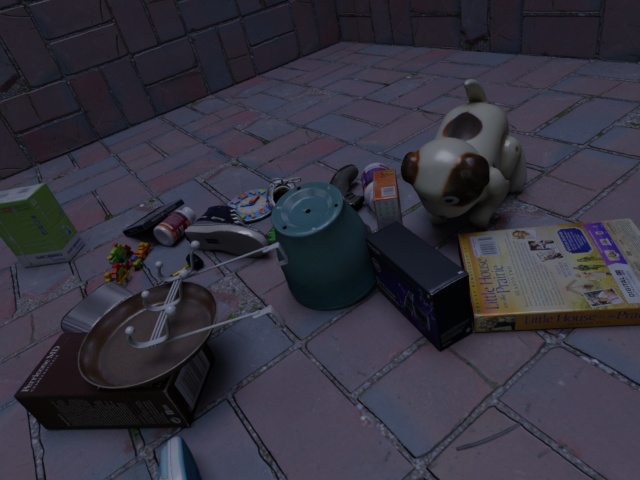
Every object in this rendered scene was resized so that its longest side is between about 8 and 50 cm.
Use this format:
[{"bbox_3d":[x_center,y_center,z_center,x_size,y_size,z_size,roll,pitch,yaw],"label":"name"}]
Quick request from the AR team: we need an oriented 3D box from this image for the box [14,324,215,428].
[{"bbox_3d":[-0.465,0.316,1.031,0.382,0.143,0.191,-8,35,13],"label":"box"}]

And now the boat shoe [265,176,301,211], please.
[{"bbox_3d":[-0.123,-0.151,1.507,0.136,0.156,0.367,-9,35,-5],"label":"boat shoe"}]

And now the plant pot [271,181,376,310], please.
[{"bbox_3d":[0.000,0.000,1.144,0.272,0.255,0.271,-11,48,12],"label":"plant pot"}]

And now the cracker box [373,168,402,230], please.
[{"bbox_3d":[0.191,-0.058,1.217,0.067,0.232,0.155,-6,36,11],"label":"cracker box"}]

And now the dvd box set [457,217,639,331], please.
[{"bbox_3d":[0.558,0.075,1.044,0.421,0.062,0.307,-6,36,12],"label":"dvd box set"}]

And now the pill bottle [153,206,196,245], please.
[{"bbox_3d":[-0.526,-0.056,1.613,0.086,0.086,0.152,7,41,29],"label":"pill bottle"}]

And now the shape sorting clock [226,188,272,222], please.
[{"bbox_3d":[-0.256,-0.136,1.661,0.206,0.040,0.206,-10,35,7],"label":"shape sorting clock"}]

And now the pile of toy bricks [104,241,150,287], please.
[{"bbox_3d":[-0.675,0.056,1.496,0.118,0.105,0.212,-5,36,15],"label":"pile of toy bricks"}]

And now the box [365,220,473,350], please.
[{"bbox_3d":[0.225,0.098,1.032,0.103,0.184,0.261,-25,36,-14],"label":"box"}]

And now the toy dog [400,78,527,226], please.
[{"bbox_3d":[0.406,-0.215,1.236,0.285,0.395,0.408,20,39,28],"label":"toy dog"}]

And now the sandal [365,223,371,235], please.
[{"bbox_3d":[0.072,0.007,1.321,0.219,0.060,0.090,-36,40,-27],"label":"sandal"}]

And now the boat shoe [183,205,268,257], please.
[{"bbox_3d":[-0.290,-0.047,1.471,0.341,0.127,0.158,7,48,30],"label":"boat shoe"}]

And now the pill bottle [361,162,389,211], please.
[{"bbox_3d":[0.196,-0.173,1.482,0.108,0.108,0.193,-11,35,7],"label":"pill bottle"}]

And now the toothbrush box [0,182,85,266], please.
[{"bbox_3d":[-1.058,-0.052,1.636,0.206,0.283,0.122,-8,35,11],"label":"toothbrush box"}]

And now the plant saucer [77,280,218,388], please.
[{"bbox_3d":[-0.372,0.210,0.986,0.311,0.050,0.310,-11,34,7],"label":"plant saucer"}]

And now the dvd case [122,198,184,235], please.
[{"bbox_3d":[-0.637,-0.087,1.677,0.239,0.029,0.179,-7,29,50],"label":"dvd case"}]

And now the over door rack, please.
[{"bbox_3d":[-0.239,0.098,0.961,0.325,0.108,0.239,-10,35,6],"label":"over door rack"}]

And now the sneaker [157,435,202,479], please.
[{"bbox_3d":[-0.298,0.495,0.732,0.208,0.127,0.319,-20,34,-9],"label":"sneaker"}]

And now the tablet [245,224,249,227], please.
[{"bbox_3d":[-0.267,-0.030,1.549,0.054,0.006,0.083,-35,39,-25],"label":"tablet"}]

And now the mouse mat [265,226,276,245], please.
[{"bbox_3d":[-0.093,-0.023,1.474,0.190,0.007,0.152,9,41,31],"label":"mouse mat"}]

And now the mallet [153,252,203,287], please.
[{"bbox_3d":[-0.468,0.105,1.417,0.190,0.039,0.062,-33,40,-18],"label":"mallet"}]

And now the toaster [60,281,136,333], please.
[{"bbox_3d":[-0.591,0.222,1.218,0.147,0.129,0.227,11,41,29],"label":"toaster"}]

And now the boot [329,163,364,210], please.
[{"bbox_3d":[0.095,-0.164,1.551,0.161,0.083,0.246,26,57,35],"label":"boot"}]
